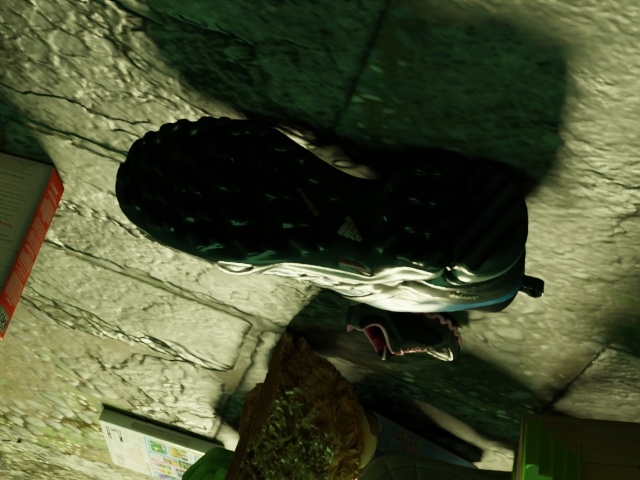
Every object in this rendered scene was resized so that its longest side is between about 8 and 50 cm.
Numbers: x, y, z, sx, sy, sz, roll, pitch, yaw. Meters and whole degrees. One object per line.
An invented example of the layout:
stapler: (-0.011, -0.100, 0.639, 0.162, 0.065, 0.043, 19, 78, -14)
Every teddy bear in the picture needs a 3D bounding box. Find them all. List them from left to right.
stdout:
teddy bear: (-0.037, 0.242, 1.769, 0.113, 0.338, 0.245, 17, -160, -10)

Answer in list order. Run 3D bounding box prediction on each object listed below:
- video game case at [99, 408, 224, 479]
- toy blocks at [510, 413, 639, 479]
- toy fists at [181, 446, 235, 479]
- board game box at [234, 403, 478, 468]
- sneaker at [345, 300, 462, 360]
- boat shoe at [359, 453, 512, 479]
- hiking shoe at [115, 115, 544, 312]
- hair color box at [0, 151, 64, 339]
video game case: (-0.173, 0.242, 2.181, 0.143, 0.019, 0.157, 16, 156, 8)
toy blocks: (0.287, 0.286, 1.634, 0.260, 0.191, 0.381, 5, 134, 3)
toy fists: (-0.044, 0.301, 1.976, 0.142, 0.096, 0.279, 7, -158, -36)
board game box: (0.033, 0.218, 1.929, 0.160, 0.039, 0.211, 30, 157, -22)
sneaker: (0.064, 0.075, 1.557, 0.119, 0.057, 0.047, 32, 153, -30)
boat shoe: (0.164, 0.269, 1.825, 0.320, 0.118, 0.103, 13, 173, -17)
hiking shoe: (0.000, 0.000, 1.364, 0.304, 0.113, 0.132, 12, 156, 18)
hair color box: (-0.265, 0.001, 1.549, 0.072, 0.141, 0.043, 15, 157, 13)
